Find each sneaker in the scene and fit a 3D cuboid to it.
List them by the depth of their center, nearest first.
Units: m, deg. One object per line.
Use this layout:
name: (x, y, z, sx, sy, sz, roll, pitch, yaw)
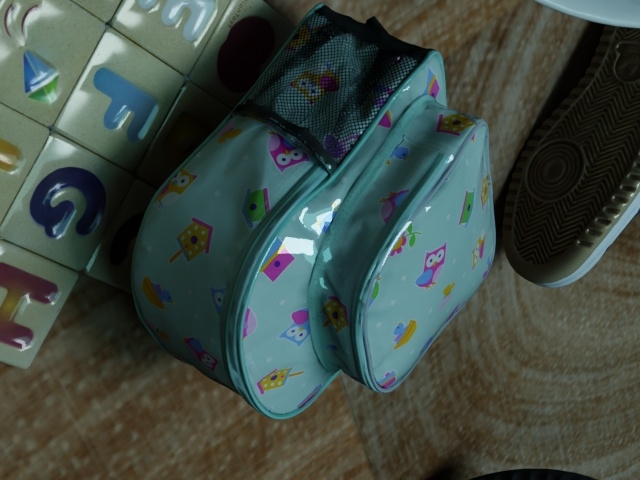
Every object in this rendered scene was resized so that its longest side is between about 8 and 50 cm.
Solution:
sneaker: (0.244, -0.076, 0.854, 0.153, 0.099, 0.282, 31, 84, -46)

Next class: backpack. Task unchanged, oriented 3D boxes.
backpack: (0.000, 0.000, 0.612, 0.188, 0.144, 0.166, -43, 150, -20)

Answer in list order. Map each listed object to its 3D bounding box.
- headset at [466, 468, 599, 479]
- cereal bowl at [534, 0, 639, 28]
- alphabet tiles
headset: (0.073, 0.320, 0.798, 0.394, 0.243, 0.185, -28, 125, -5)
cereal bowl: (0.180, -0.289, 0.590, 0.339, 0.141, 0.339, 0, 121, -1)
alphabet tiles: (-0.149, -0.098, 0.523, 0.342, 0.011, 0.285, 30, 87, -48)
